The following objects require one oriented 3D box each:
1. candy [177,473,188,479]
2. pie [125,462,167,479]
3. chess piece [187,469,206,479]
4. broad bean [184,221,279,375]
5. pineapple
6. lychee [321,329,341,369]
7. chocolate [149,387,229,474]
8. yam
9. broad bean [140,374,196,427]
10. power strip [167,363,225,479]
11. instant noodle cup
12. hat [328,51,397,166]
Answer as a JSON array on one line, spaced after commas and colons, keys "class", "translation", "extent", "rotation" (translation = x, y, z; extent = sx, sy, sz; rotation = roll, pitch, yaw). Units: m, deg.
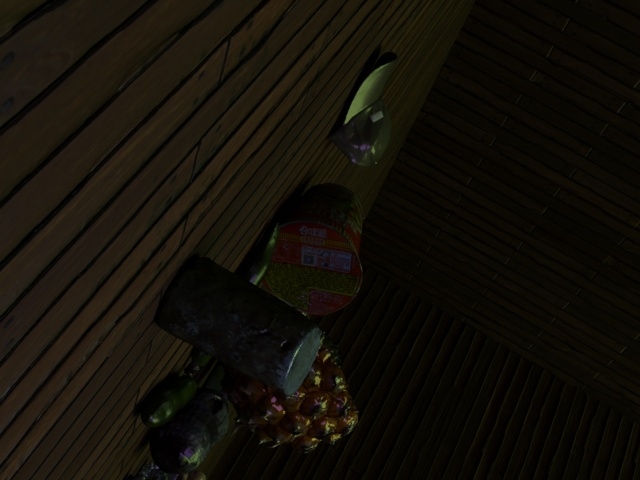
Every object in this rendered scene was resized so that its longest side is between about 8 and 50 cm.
[{"class": "candy", "translation": [-0.268, 0.491, 1.723], "extent": [0.084, 0.078, 0.288], "rotation": [-18, -121, 49]}, {"class": "pie", "translation": [-0.365, 0.536, 1.611], "extent": [0.302, 0.067, 0.302], "rotation": [-59, 175, -9]}, {"class": "chess piece", "translation": [-0.273, 0.514, 1.790], "extent": [0.122, 0.066, 0.066], "rotation": [-58, 175, -36]}, {"class": "broad bean", "translation": [-0.140, 0.099, 1.479], "extent": [0.297, 0.043, 0.060], "rotation": [-59, -174, -3]}, {"class": "pineapple", "translation": [-0.106, 0.244, 1.694], "extent": [0.209, 0.344, 0.286], "rotation": [-39, 150, -24]}, {"class": "lychee", "translation": [-0.077, 0.333, 2.347], "extent": [0.274, 0.255, 0.255], "rotation": [-34, 158, -45]}, {"class": "chocolate", "translation": [-0.229, 0.335, 1.598], "extent": [0.110, 0.110, 0.248], "rotation": [-61, 172, 14]}, {"class": "yam", "translation": [-0.093, 0.106, 1.101], "extent": [0.107, 0.194, 0.107], "rotation": [-60, 178, -3]}, {"class": "broad bean", "translation": [-0.227, 0.242, 1.395], "extent": [0.065, 0.046, 0.254], "rotation": [-47, 177, 4]}, {"class": "power strip", "translation": [-0.260, 0.391, 1.872], "extent": [0.385, 0.062, 0.091], "rotation": [-58, 175, -17]}, {"class": "instant noodle cup", "translation": [0.000, 0.000, 1.631], "extent": [0.193, 0.193, 0.212], "rotation": [-63, -178, 31]}, {"class": "hat", "translation": [0.110, -0.238, 1.646], "extent": [0.173, 0.144, 0.166], "rotation": [-36, -169, 32]}]
